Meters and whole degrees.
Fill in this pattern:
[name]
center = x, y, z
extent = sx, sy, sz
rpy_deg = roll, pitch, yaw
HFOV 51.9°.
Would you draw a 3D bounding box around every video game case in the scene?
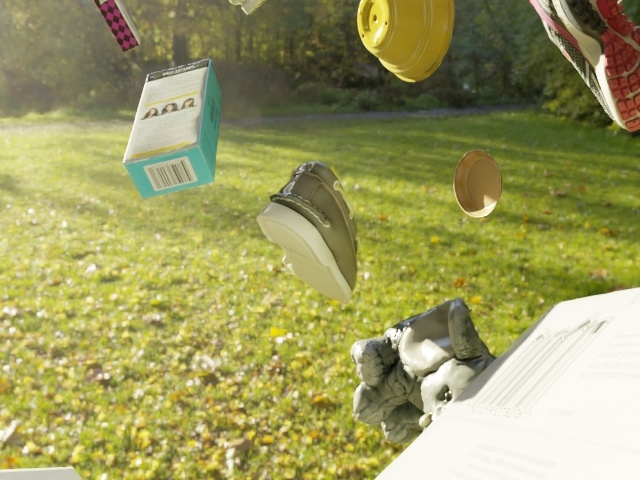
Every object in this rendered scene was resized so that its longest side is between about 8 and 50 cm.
[video game case]
center = -0.417, -0.485, 1.239
extent = 0.042, 0.232, 0.210
rpy_deg = -27, 33, -2

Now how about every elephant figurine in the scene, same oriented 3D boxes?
[elephant figurine]
center = 0.145, 0.149, 0.675
extent = 0.170, 0.185, 0.239
rpy_deg = 3, -10, -21

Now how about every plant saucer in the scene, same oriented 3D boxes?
[plant saucer]
center = 0.197, -0.070, 0.810
extent = 0.015, 0.083, 0.083
rpy_deg = -5, 18, -29

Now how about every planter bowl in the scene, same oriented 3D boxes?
[planter bowl]
center = 0.126, -0.384, 1.137
extent = 0.090, 0.217, 0.217
rpy_deg = -9, 19, -28

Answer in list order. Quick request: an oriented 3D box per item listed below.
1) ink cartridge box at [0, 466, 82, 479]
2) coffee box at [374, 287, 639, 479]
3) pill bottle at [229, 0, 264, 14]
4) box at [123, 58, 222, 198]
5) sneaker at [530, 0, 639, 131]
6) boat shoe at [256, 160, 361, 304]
[ink cartridge box]
center = -0.298, 0.275, 0.467
extent = 0.115, 0.198, 0.273
rpy_deg = 43, -1, 25
[coffee box]
center = 0.208, 0.250, 0.352
extent = 0.338, 0.334, 0.337
rpy_deg = -40, -1, -14
[pill bottle]
center = -0.156, -0.476, 1.204
extent = 0.067, 0.120, 0.067
rpy_deg = -40, 12, 10
[box]
center = -0.195, -0.160, 0.903
extent = 0.101, 0.060, 0.244
rpy_deg = -12, 40, 6
[sneaker]
center = 0.452, -0.314, 1.064
extent = 0.121, 0.299, 0.112
rpy_deg = -34, 10, -13
[boat shoe]
center = 0.004, 0.002, 0.850
extent = 0.109, 0.091, 0.305
rpy_deg = 26, -15, 18
